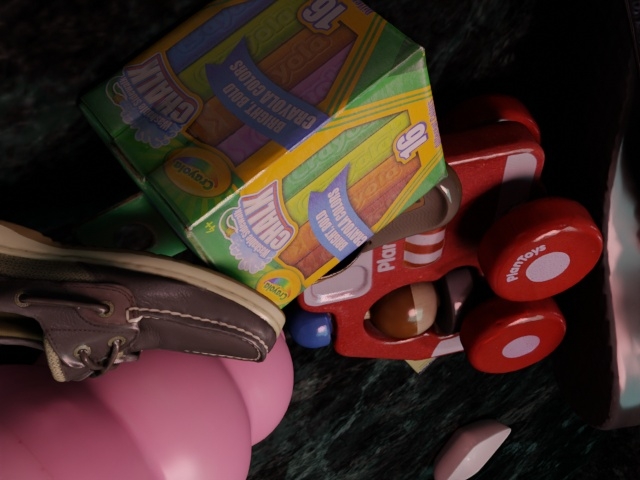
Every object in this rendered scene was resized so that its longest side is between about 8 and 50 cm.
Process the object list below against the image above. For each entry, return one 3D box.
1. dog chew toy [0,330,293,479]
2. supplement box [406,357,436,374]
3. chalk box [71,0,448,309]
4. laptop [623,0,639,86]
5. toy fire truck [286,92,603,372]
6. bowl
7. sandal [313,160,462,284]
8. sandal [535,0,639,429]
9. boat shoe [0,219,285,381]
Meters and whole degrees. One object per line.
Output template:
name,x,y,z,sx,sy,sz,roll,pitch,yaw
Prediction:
dog chew toy,-0.145,0.145,0.582,0.332,0.206,0.206,-35,152,-42
supplement box,0.119,0.102,0.976,0.083,0.056,0.083,-43,150,-1
chalk box,-0.048,-0.047,0.511,0.213,0.132,0.132,-40,150,-7
laptop,0.355,-0.233,0.636,0.408,0.236,0.382,-35,135,2
toy fire truck,0.090,0.015,0.762,0.254,0.169,0.302,-10,141,-8
bowl,0.270,0.386,1.521,0.142,0.053,0.142,-5,132,-47
sandal,0.000,0.000,0.613,0.219,0.060,0.090,-14,130,23
sandal,0.270,-0.047,0.742,0.107,0.167,0.446,-10,111,-10
boat shoe,-0.134,0.043,0.456,0.080,0.223,0.073,112,-8,-62
